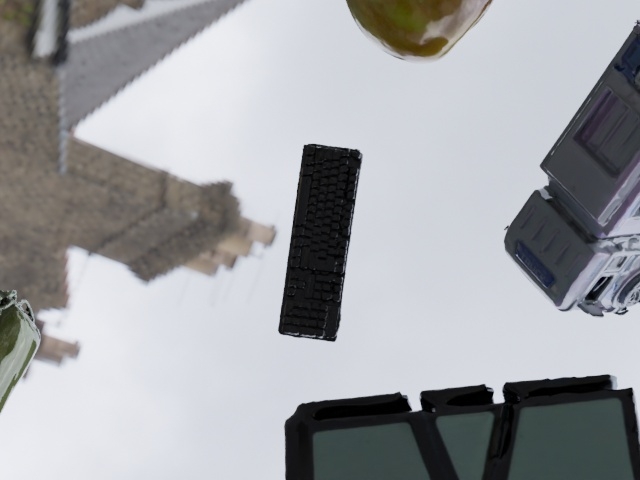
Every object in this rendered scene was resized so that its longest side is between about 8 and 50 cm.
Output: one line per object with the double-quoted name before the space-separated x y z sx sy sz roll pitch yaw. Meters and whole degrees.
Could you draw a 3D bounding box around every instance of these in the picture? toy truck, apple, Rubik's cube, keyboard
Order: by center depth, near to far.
"apple" 0.071 -0.178 1.027 0.099 0.114 0.102 -33 -89 35
"Rubik's cube" 0.131 0.300 1.190 0.289 0.283 0.293 -5 -125 9
"toy truck" 0.266 -0.056 1.287 0.124 0.155 0.268 50 -56 29
"keyboard" 0.000 0.000 1.704 0.023 0.072 0.231 106 -7 -78

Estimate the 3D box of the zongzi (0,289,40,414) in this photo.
"zongzi" -0.162 0.088 0.691 0.104 0.052 0.113 -31 -113 -12
